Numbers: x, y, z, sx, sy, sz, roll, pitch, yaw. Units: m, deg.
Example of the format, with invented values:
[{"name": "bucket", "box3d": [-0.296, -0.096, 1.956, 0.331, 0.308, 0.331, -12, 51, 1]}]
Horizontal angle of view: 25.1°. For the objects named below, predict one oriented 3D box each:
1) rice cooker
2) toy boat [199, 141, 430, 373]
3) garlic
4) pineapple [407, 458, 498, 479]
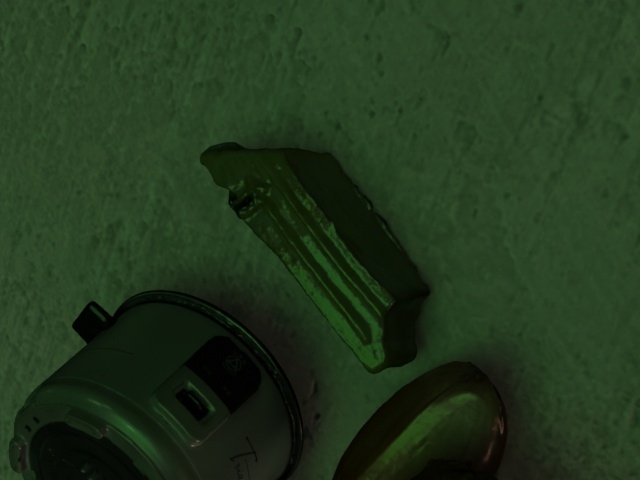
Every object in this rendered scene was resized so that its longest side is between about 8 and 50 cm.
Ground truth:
[{"name": "rice cooker", "box3d": [-0.150, 0.182, 1.388, 0.280, 0.227, 0.241, 44, 135, 4]}, {"name": "toy boat", "box3d": [0.003, -0.005, 1.337, 0.084, 0.111, 0.276, -46, 73, 21]}, {"name": "garlic", "box3d": [0.100, 0.180, 1.321, 0.206, 0.128, 0.115, -52, 29, 20]}, {"name": "pineapple", "box3d": [0.193, 0.349, 1.218, 0.364, 0.165, 0.165, 46, 118, -6]}]
